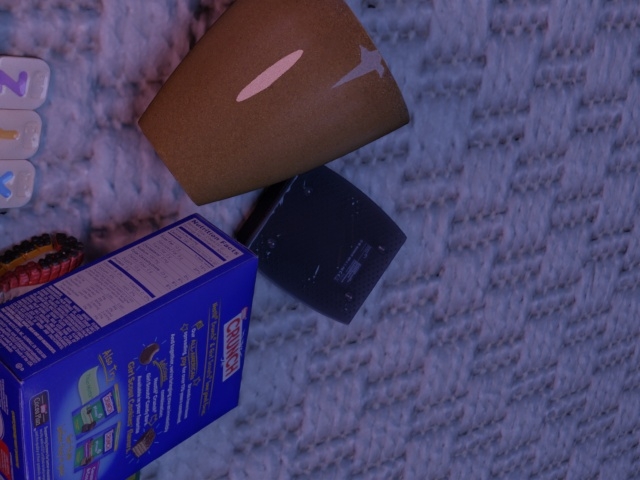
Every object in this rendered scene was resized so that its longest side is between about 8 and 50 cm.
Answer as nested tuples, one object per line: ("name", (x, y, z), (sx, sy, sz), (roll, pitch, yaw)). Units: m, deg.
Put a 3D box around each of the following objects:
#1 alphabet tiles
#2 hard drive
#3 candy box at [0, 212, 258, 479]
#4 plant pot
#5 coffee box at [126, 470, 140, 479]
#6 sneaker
("alphabet tiles", (-0.405, -0.106, 1.091), (0.278, 0.021, 0.284), (-3, 115, -41))
("hard drive", (0.000, 0.000, 1.489), (0.172, 0.054, 0.255), (-56, 137, -2))
("candy box", (-0.233, 0.148, 1.253), (0.317, 0.122, 0.268), (-28, 142, -37))
("plant pot", (-0.069, -0.157, 1.239), (0.254, 0.237, 0.237), (-36, 134, -1))
("coffee box", (-0.294, 0.341, 1.431), (0.113, 0.040, 0.184), (-14, 121, -36))
("sneaker", (-0.353, 0.077, 1.193), (0.225, 0.088, 0.092), (-24, 129, -30))
